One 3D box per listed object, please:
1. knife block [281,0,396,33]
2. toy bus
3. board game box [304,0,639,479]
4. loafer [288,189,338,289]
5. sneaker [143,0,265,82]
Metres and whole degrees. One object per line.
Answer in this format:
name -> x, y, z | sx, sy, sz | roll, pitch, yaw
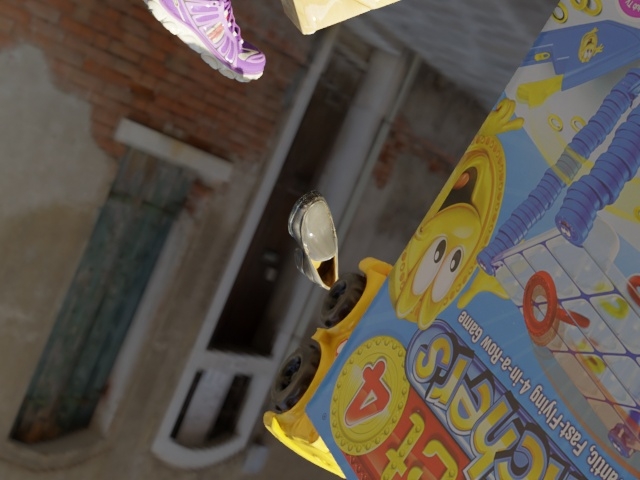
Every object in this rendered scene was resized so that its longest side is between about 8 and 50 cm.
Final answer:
knife block -> 0.000, -0.380, 1.407 | 0.088, 0.275, 0.242 | -122, 14, -56
toy bus -> 0.068, 0.138, 1.202 | 0.149, 0.220, 0.211 | 33, 171, -16
board game box -> 0.153, 0.042, 0.477 | 0.086, 0.302, 0.308 | 23, -165, -32
loafer -> 0.000, 0.000, 1.563 | 0.061, 0.062, 0.170 | 48, 163, 30
sneaker -> -0.111, -0.230, 1.272 | 0.170, 0.071, 0.068 | 36, -161, -42
